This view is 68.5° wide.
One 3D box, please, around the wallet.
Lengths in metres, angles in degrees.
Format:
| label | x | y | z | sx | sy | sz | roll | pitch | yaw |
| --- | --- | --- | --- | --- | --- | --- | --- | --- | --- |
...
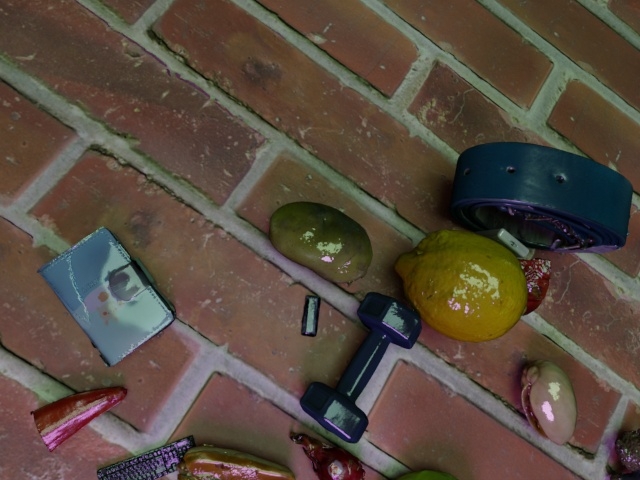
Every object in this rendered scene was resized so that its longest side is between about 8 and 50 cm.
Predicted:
| label | x | y | z | sx | sy | sz | roll | pitch | yaw |
| --- | --- | --- | --- | --- | --- | --- | --- | --- | --- |
| wallet | -0.438 | 0.114 | 0.983 | 0.176 | 0.075 | 0.250 | -37 | 90 | -13 |

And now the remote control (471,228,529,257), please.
| label | x | y | z | sx | sy | sz | roll | pitch | yaw |
| --- | --- | --- | --- | --- | --- | --- | --- | --- | --- |
| remote control | 0.421 | 0.009 | 1.144 | 0.087 | 0.190 | 0.029 | 38 | 83 | -4 |

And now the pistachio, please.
| label | x | y | z | sx | sy | sz | roll | pitch | yaw |
| --- | --- | --- | --- | --- | --- | --- | --- | --- | --- |
| pistachio | 0.566 | 0.390 | 1.144 | 0.145 | 0.117 | 0.201 | -17 | 85 | -21 |

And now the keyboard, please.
| label | x | y | z | sx | sy | sz | roll | pitch | yaw |
| --- | --- | --- | --- | --- | --- | --- | --- | --- | --- |
| keyboard | -0.352 | 0.465 | 0.967 | 0.195 | 0.018 | 0.060 | -17 | 86 | -15 |

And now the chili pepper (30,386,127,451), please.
| label | x | y | z | sx | sy | sz | roll | pitch | yaw |
| --- | --- | --- | --- | --- | --- | --- | --- | --- | --- |
| chili pepper | -0.471 | 0.339 | 0.942 | 0.168 | 0.065 | 0.088 | -24 | 87 | -20 |

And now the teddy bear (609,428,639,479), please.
| label | x | y | z | sx | sy | sz | roll | pitch | yaw |
| --- | --- | --- | --- | --- | --- | --- | --- | --- | --- |
| teddy bear | 0.830 | 0.597 | 1.160 | 0.181 | 0.129 | 0.252 | -22 | 86 | -18 |

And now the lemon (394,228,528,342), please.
| label | x | y | z | sx | sy | sz | roll | pitch | yaw |
| --- | --- | --- | --- | --- | --- | --- | --- | --- | --- |
| lemon | 0.322 | 0.101 | 1.075 | 0.319 | 0.245 | 0.245 | 22 | 75 | -3 |

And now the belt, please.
| label | x | y | z | sx | sy | sz | roll | pitch | yaw |
| --- | --- | --- | --- | --- | --- | --- | --- | --- | --- |
| belt | 0.523 | -0.091 | 1.131 | 0.436 | 0.300 | 0.173 | 20 | 77 | -12 |

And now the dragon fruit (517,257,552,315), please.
| label | x | y | z | sx | sy | sz | roll | pitch | yaw |
| --- | --- | --- | --- | --- | --- | --- | --- | --- | --- |
| dragon fruit | 0.488 | 0.113 | 1.164 | 0.120 | 0.161 | 0.127 | 2 | 68 | -15 |

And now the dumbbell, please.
| label | x | y | z | sx | sy | sz | roll | pitch | yaw |
| --- | --- | --- | --- | --- | --- | --- | --- | --- | --- |
| dumbbell | 0.095 | 0.274 | 1.042 | 0.156 | 0.143 | 0.316 | 36 | 74 | -4 |

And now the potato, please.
| label | x | y | z | sx | sy | sz | roll | pitch | yaw |
| --- | --- | --- | --- | --- | --- | --- | --- | --- | --- |
| potato | 0.000 | 0.000 | 1.076 | 0.248 | 0.144 | 0.169 | 23 | 37 | -3 |

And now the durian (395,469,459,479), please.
| label | x | y | z | sx | sy | sz | roll | pitch | yaw |
| --- | --- | --- | --- | --- | --- | --- | --- | --- | --- |
| durian | 0.249 | 0.583 | 1.046 | 0.250 | 0.101 | 0.139 | 4 | 114 | -12 |

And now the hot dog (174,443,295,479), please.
| label | x | y | z | sx | sy | sz | roll | pitch | yaw |
| --- | --- | --- | --- | --- | --- | --- | --- | --- | --- |
| hot dog | -0.169 | 0.494 | 0.973 | 0.269 | 0.072 | 0.110 | 17 | 85 | -12 |

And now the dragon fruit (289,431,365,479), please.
| label | x | y | z | sx | sy | sz | roll | pitch | yaw |
| --- | --- | --- | --- | --- | --- | --- | --- | --- | --- |
| dragon fruit | 0.013 | 0.480 | 1.015 | 0.190 | 0.094 | 0.094 | 34 | 74 | 0 |

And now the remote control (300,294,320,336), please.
| label | x | y | z | sx | sy | sz | roll | pitch | yaw |
| --- | --- | --- | --- | --- | --- | --- | --- | --- | --- |
| remote control | -0.022 | 0.176 | 1.100 | 0.039 | 0.014 | 0.096 | 10 | 76 | -11 |
